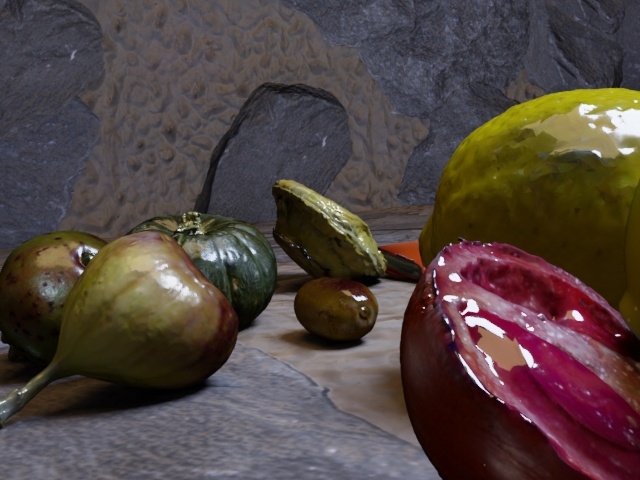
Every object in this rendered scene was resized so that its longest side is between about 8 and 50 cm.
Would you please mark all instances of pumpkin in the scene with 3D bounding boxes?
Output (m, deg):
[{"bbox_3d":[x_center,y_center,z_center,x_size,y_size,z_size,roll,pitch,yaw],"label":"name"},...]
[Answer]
[{"bbox_3d":[-0.163,0.038,0.983,0.223,0.157,0.224,-1,17,0],"label":"pumpkin"}]

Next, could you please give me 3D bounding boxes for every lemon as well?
[{"bbox_3d":[0.232,-0.003,0.625,0.310,0.253,0.253,-1,7,29],"label":"lemon"}]

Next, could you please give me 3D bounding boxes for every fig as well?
[{"bbox_3d":[-0.187,0.078,0.687,0.231,0.160,0.143,-14,-29,-50],"label":"fig"}]

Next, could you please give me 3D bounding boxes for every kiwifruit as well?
[{"bbox_3d":[0.017,0.078,0.861,0.075,0.075,0.124,-9,10,-33],"label":"kiwifruit"}]

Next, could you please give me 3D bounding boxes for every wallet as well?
[{"bbox_3d":[0.207,0.029,1.278,0.204,0.045,0.142,-8,16,-30],"label":"wallet"}]

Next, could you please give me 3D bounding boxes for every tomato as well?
[{"bbox_3d":[0.110,0.089,0.402,0.173,0.099,0.189,34,26,1],"label":"tomato"}]

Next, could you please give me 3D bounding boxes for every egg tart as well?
[{"bbox_3d":[0.000,0.000,1.231,0.106,0.241,0.241,-49,19,-11],"label":"egg tart"}]

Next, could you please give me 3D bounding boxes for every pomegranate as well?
[{"bbox_3d":[-0.300,0.076,0.854,0.205,0.159,0.159,-33,-12,35],"label":"pomegranate"}]

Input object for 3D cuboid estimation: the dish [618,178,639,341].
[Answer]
[{"bbox_3d":[0.253,0.060,0.395,0.221,0.108,0.262,23,28,-41],"label":"dish"}]
